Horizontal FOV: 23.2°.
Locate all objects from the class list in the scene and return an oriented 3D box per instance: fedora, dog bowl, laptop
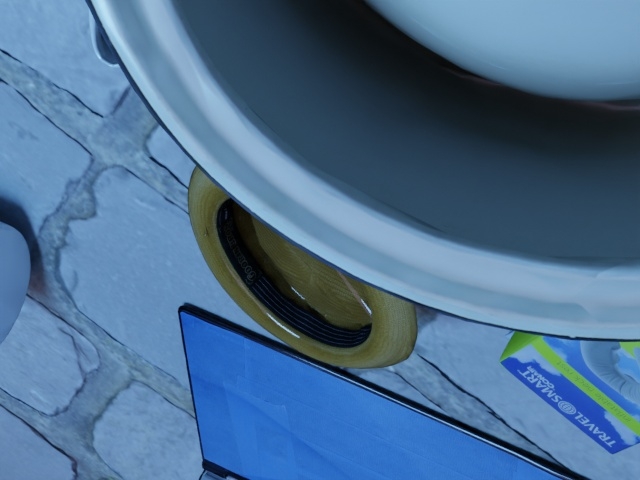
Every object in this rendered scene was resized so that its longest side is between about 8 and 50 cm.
[{"bbox_3d":[0.000,0.000,1.068,0.194,0.079,0.194,27,143,22],"label":"fedora"},{"bbox_3d":[0.106,-0.161,0.612,0.408,0.150,0.408,10,129,12],"label":"dog bowl"},{"bbox_3d":[0.002,0.323,1.352,0.382,0.408,0.236,22,179,20],"label":"laptop"}]

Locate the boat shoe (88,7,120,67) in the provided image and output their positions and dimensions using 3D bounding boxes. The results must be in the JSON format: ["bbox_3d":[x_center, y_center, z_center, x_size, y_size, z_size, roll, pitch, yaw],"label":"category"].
[{"bbox_3d":[-0.097,-0.184,0.921,0.083,0.076,0.226,27,147,12],"label":"boat shoe"}]

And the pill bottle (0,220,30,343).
[{"bbox_3d":[-0.408,0.004,1.368,0.283,0.160,0.160,21,145,21],"label":"pill bottle"}]

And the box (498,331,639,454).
[{"bbox_3d":[0.198,0.078,1.024,0.109,0.042,0.178,39,147,-6],"label":"box"}]
